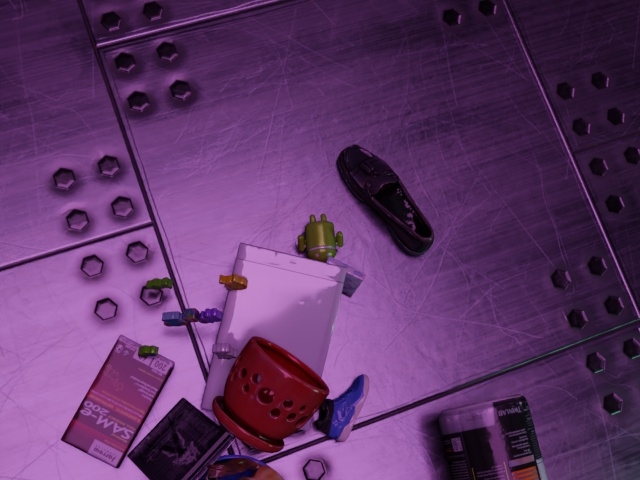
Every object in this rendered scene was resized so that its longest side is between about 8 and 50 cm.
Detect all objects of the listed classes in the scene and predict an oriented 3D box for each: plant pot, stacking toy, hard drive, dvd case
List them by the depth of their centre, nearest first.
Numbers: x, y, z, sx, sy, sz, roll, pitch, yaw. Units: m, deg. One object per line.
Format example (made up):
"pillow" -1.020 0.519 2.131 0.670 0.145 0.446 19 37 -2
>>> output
"plant pot" -0.104 0.310 1.763 0.191 0.191 0.174 34 91 0
"dvd case" -0.279 0.411 1.770 0.164 0.221 0.018 -46 122 -17
"stacking toy" -0.261 0.157 1.819 0.221 0.052 0.166 -4 63 17
"hard drive" -0.097 0.202 1.880 0.233 0.047 0.352 13 90 -5

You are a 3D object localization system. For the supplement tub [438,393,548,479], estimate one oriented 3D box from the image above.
"supplement tub" 0.370 0.491 1.856 0.194 0.193 0.315 -9 78 -12

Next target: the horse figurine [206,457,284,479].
"horse figurine" -0.099 0.503 1.670 0.263 0.066 0.174 55 34 7

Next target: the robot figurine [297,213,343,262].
"robot figurine" 0.000 0.000 1.982 0.101 0.067 0.115 -5 76 -1

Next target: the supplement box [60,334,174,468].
"supplement box" -0.411 0.328 1.829 0.130 0.073 0.239 27 74 -2

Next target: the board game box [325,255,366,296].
"board game box" 0.044 0.079 1.957 0.090 0.090 0.020 27 59 -3

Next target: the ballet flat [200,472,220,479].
"ballet flat" -0.182 0.511 1.653 0.058 0.049 0.173 -20 60 -24

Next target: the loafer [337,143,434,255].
"loafer" 0.157 -0.104 2.019 0.109 0.095 0.302 -36 84 -16

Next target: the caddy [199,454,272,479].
"caddy" -0.214 0.572 1.746 0.341 0.179 0.241 -35 83 -15

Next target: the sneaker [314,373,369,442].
"sneaker" 0.042 0.344 1.907 0.085 0.058 0.152 27 80 -11
